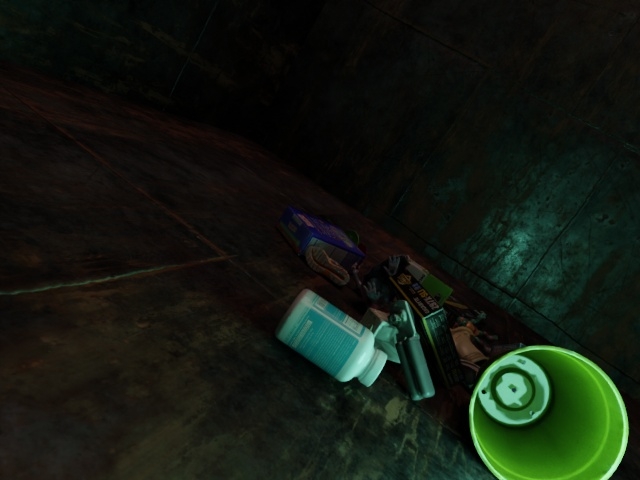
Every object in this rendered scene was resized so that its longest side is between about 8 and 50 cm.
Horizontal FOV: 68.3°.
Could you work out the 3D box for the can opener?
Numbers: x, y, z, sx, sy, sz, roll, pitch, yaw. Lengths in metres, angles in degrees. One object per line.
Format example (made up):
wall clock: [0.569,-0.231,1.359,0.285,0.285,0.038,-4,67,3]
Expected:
can opener: [0.269,0.305,1.353,0.095,0.076,0.284,5,61,-40]

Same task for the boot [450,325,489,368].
boot: [0.589,0.435,1.875,0.261,0.095,0.203,16,20,-45]

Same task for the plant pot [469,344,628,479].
plant pot: [0.583,0.456,1.323,0.366,0.367,0.353,35,2,11]

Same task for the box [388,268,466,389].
box: [0.347,0.284,1.543,0.257,0.079,0.322,-120,-175,-60]

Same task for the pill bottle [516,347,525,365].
pill bottle: [0.696,0.490,1.716,0.112,0.187,0.112,31,13,-8]

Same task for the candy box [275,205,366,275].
candy box: [0.000,0.000,2.053,0.317,0.122,0.268,24,17,-36]

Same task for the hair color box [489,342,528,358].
hair color box: [0.893,0.552,1.967,0.347,0.105,0.174,29,-25,-12]

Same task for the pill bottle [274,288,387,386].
pill bottle: [0.030,0.246,1.163,0.264,0.146,0.146,34,13,5]

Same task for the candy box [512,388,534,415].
candy box: [0.734,0.563,1.584,0.070,0.165,0.196,22,17,-30]

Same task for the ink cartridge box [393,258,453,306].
ink cartridge box: [0.424,0.218,2.077,0.255,0.189,0.097,36,13,14]

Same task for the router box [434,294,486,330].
router box: [0.657,0.353,2.363,0.308,0.081,0.243,19,19,-45]

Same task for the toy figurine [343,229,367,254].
toy figurine: [0.180,0.052,2.345,0.159,0.130,0.173,32,31,-48]

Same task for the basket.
basket: [0.204,0.295,1.471,0.167,0.113,0.103,25,11,-28]

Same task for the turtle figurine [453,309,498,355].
turtle figurine: [0.697,0.406,2.143,0.234,0.175,0.118,42,-25,-7]

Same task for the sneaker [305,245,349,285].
sneaker: [0.027,0.103,1.851,0.215,0.084,0.083,41,5,14]

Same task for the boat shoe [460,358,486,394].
boat shoe: [0.546,0.491,1.601,0.227,0.081,0.068,37,9,8]

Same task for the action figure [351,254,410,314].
action figure: [0.266,0.187,1.839,0.370,0.248,0.276,71,4,-71]
